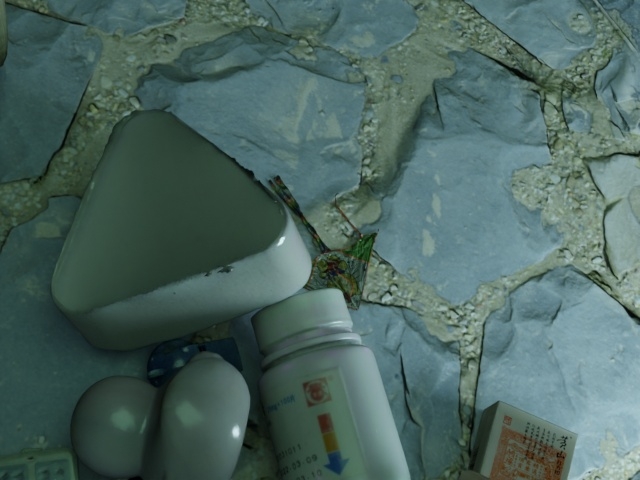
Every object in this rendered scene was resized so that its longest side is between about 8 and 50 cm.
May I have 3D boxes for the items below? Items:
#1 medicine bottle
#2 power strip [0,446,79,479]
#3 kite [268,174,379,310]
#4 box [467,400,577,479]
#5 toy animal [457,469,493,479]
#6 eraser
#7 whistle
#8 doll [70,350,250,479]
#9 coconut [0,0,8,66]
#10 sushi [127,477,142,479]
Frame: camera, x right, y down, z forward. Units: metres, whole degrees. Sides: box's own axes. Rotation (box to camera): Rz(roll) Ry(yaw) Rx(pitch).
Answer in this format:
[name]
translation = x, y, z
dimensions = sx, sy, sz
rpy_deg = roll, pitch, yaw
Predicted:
[medicine bottle]
translation = 0.006, 0.223, 1.620
dimensions = 0.170, 0.170, 0.293
rpy_deg = -10, 73, -22
[power strip]
translation = -0.355, 0.391, 1.491
dimensions = 0.118, 0.046, 0.270
rpy_deg = -4, 70, -13
[kite]
translation = 0.000, 0.000, 1.805
dimensions = 0.198, 0.006, 0.244
rpy_deg = -26, 78, -26
[box]
translation = 0.283, 0.352, 1.722
dimensions = 0.141, 0.058, 0.201
rpy_deg = 25, 62, -7
[toy animal]
translation = 0.243, 0.415, 1.484
dimensions = 0.269, 0.326, 0.237
rpy_deg = 39, 85, 29
[eraser]
translation = -0.202, -0.032, 1.630
dimensions = 0.331, 0.150, 0.331
rpy_deg = -7, 60, 12
[whistle]
translation = -0.186, 0.175, 1.637
dimensions = 0.158, 0.090, 0.090
rpy_deg = -3, 63, -61
[doll]
translation = -0.206, 0.234, 1.497
dimensions = 0.221, 0.251, 0.221
rpy_deg = 8, 67, -18
[coconut]
translation = -0.540, -0.309, 1.640
dimensions = 0.234, 0.224, 0.224
rpy_deg = 45, 62, 1
[sushi]
translation = -0.183, 0.405, 1.548
dimensions = 0.231, 0.047, 0.219
rpy_deg = 42, 61, 2
